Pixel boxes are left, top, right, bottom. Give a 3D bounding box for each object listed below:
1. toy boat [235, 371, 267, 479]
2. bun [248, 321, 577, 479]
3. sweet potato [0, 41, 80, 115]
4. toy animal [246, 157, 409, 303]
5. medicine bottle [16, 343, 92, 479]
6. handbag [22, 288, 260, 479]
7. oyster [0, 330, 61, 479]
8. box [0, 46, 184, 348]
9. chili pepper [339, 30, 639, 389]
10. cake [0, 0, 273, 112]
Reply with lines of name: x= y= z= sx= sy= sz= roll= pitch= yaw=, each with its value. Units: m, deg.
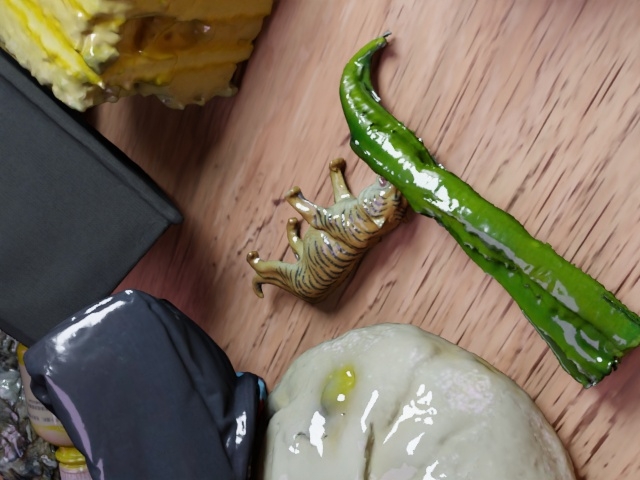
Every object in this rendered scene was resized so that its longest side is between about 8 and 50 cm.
toy boat: x=-0.113 y=0.339 z=1.127 sx=0.136 sy=0.079 sz=0.392 roll=16 pitch=110 yaw=26
bun: x=0.052 y=0.260 z=0.867 sx=0.365 sy=0.219 sz=0.365 roll=10 pitch=106 yaw=40
sweet potato: x=-0.368 y=-0.148 z=1.176 sx=0.158 sy=0.158 sz=0.370 roll=32 pitch=124 yaw=32
toy animal: x=0.000 y=0.000 z=0.944 sx=0.099 sy=0.057 sz=0.241 roll=53 pitch=131 yaw=17
medicine bottle: x=-0.322 y=0.224 z=1.270 sx=0.122 sy=0.122 sz=0.213 roll=4 pitch=107 yaw=42
handbag: x=-0.132 y=0.181 z=0.915 sx=0.275 sy=0.178 sz=0.302 roll=56 pitch=172 yaw=2
oyster: x=-0.433 y=0.217 z=1.365 sx=0.162 sy=0.158 sz=0.351 roll=-5 pitch=118 yaw=17
box: x=-0.350 y=-0.083 z=0.971 sx=0.345 sy=0.204 sz=0.251 roll=43 pitch=177 yaw=-30
chili pepper: x=0.125 y=-0.031 z=0.810 sx=0.359 sy=0.076 sz=0.085 roll=50 pitch=134 yaw=17
cake: x=-0.165 y=-0.292 z=0.893 sx=0.227 sy=0.222 sz=0.286 roll=45 pitch=129 yaw=21
